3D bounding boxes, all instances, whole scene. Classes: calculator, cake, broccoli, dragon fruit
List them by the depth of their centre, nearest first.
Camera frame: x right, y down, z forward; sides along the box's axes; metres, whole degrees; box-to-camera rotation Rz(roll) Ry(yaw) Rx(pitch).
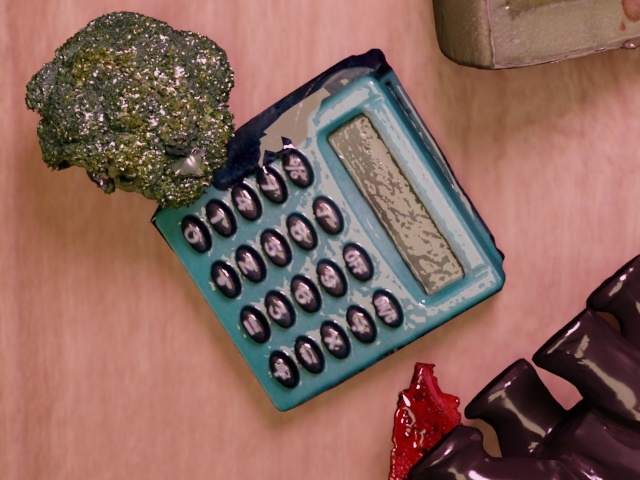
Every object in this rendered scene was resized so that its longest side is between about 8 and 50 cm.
[{"bbox_3d":[0.216,-0.243,0.977,0.284,0.172,0.157,-13,107,-20],"label":"cake"},{"bbox_3d":[-0.158,-0.112,1.026,0.196,0.195,0.156,-1,135,11],"label":"broccoli"},{"bbox_3d":[0.000,0.000,1.060,0.274,0.058,0.248,-32,92,16],"label":"calculator"},{"bbox_3d":[0.109,0.179,1.064,0.063,0.097,0.131,3,78,24],"label":"dragon fruit"}]

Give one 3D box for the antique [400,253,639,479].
[{"bbox_3d":[0.239,0.200,0.963,0.322,0.185,0.255,-41,86,3],"label":"antique"}]
